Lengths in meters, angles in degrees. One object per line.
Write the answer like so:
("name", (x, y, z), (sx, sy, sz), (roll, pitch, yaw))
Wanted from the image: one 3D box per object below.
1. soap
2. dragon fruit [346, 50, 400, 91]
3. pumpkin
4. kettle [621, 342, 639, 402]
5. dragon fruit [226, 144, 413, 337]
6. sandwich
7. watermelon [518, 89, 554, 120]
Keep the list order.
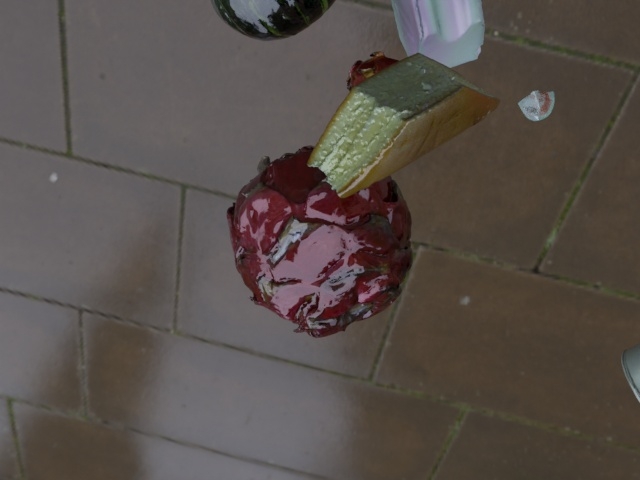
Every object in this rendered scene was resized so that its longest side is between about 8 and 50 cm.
("soap", (0.228, -0.568, 1.808), (0.156, 0.261, 0.446), (-19, 137, 1))
("dragon fruit", (0.163, -0.296, 1.701), (0.246, 0.125, 0.126), (23, 119, 16))
("pumpkin", (-0.094, -0.578, 1.830), (0.323, 0.323, 0.241), (-17, 128, 29))
("kettle", (0.880, 0.252, 1.963), (0.205, 0.265, 0.318), (40, 123, -20))
("dragon fruit", (0.003, -0.001, 1.424), (0.329, 0.329, 0.329), (8, 135, 8))
("sandwich", (0.105, -0.154, 1.032), (0.094, 0.258, 0.096), (44, 154, 28))
("watermelon", (0.485, -0.307, 1.917), (0.085, 0.085, 0.061), (-12, 132, 25))
